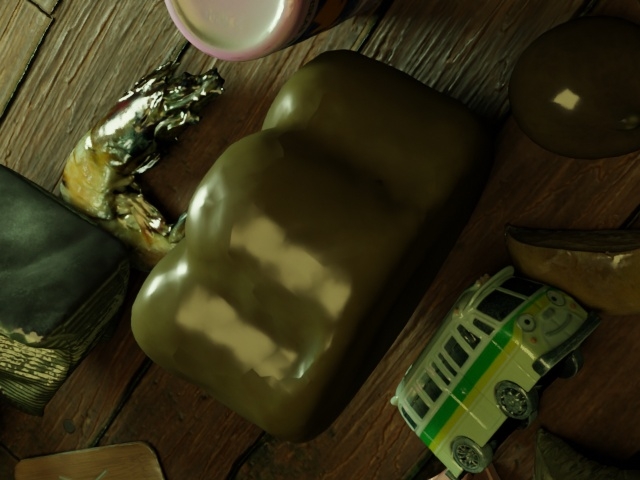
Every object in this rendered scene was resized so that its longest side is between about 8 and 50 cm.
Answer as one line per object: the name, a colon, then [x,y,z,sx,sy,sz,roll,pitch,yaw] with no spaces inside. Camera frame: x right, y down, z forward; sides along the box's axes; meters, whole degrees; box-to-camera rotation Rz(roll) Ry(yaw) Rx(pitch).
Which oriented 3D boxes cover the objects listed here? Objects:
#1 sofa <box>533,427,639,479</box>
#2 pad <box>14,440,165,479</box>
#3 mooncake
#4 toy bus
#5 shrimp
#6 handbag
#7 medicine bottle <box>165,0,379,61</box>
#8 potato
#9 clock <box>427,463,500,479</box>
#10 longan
sofa: [0.386,0.361,1.783,0.225,0.176,0.210,-3,108,-2]
pad: [-0.335,0.459,2.214,0.287,0.018,0.284,-12,101,30]
mooncake: [0.000,0.000,1.634,0.262,0.467,0.467,35,119,9]
toy bus: [0.208,0.158,1.737,0.165,0.134,0.276,43,137,14]
shrimp: [-0.219,-0.090,1.938,0.365,0.071,0.233,-37,92,35]
handbag: [-0.442,0.075,2.002,0.341,0.247,0.240,30,144,15]
medicine bottle: [-0.039,-0.319,1.634,0.178,0.291,0.178,9,111,25]
potato: [0.333,0.046,1.686,0.261,0.100,0.120,-1,106,27]
clock: [0.150,0.355,1.853,0.162,0.166,0.092,-25,96,24]
longan: [0.305,-0.170,1.587,0.189,0.189,0.189,9,111,24]
